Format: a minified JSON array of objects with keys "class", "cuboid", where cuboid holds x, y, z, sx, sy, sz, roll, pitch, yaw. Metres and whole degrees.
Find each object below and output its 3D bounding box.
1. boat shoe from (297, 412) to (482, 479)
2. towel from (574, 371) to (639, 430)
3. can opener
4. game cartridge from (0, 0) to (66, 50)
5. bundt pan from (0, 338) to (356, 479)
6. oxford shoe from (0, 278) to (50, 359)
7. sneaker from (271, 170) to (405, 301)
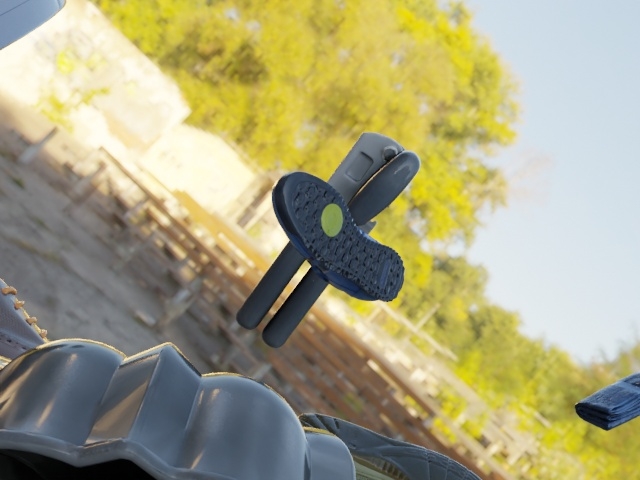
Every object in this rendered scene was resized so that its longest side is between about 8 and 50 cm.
[{"class":"boat shoe","cuboid":[0.069,0.243,1.084,0.223,0.073,0.080,23,24,3]},{"class":"towel","cuboid":[0.377,0.193,1.352,0.067,0.119,0.029,17,-57,59]},{"class":"can opener","cuboid":[0.003,-0.001,1.220,0.074,0.280,0.093,37,14,-1]},{"class":"game cartridge","cuboid":[-0.316,-0.152,0.852,0.294,0.196,0.060,-70,145,-64]},{"class":"bundt pan","cuboid":[-0.107,0.182,0.608,0.331,0.331,0.124,45,30,-22]},{"class":"oxford shoe","cuboid":[-0.244,0.094,0.853,0.364,0.132,0.130,22,-29,-13]},{"class":"sneaker","cuboid":[0.000,0.000,1.066,0.082,0.069,0.209,9,-22,39]}]
